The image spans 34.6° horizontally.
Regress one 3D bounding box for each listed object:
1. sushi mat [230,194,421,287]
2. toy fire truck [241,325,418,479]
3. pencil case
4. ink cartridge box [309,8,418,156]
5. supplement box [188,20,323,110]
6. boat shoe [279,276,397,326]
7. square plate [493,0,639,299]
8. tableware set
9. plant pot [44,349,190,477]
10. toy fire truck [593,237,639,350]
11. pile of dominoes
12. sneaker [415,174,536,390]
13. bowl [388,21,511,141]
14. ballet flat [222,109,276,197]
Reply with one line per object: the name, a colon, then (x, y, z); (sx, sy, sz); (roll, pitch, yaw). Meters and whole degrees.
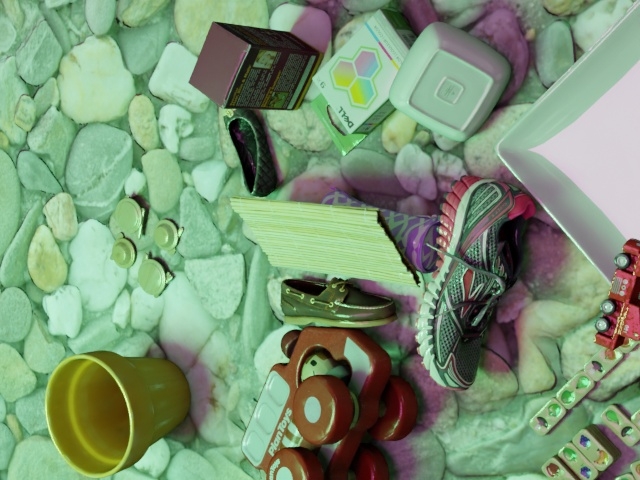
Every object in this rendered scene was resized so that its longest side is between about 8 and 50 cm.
sushi mat: (0.000, 0.000, 1.517); (0.316, 0.019, 0.151); (7, 141, 46)
toy fire truck: (-0.009, 0.263, 1.568); (0.254, 0.169, 0.302); (38, 114, 45)
pencil case: (0.089, -0.015, 1.504); (0.206, 0.086, 0.088); (16, 98, 32)
ink cartridge box: (0.061, -0.229, 1.515); (0.209, 0.062, 0.109); (-41, 73, 30)
supplement box: (-0.095, -0.258, 1.540); (0.081, 0.188, 0.104); (37, 114, 26)
boat shoe: (0.021, 0.092, 1.567); (0.207, 0.073, 0.073); (0, 100, 34)
square plate: (0.443, -0.108, 1.283); (0.344, 0.049, 0.347); (-47, 70, 27)
tableware set: (-0.314, 0.009, 1.815); (0.169, 0.020, 0.141); (32, 114, 25)
plant pot: (-0.329, 0.279, 1.751); (0.205, 0.188, 0.205); (4, 98, 34)
toy fire truck: (0.414, 0.106, 1.270); (0.135, 0.047, 0.192); (22, 108, 29)
pile of dominoes: (0.402, 0.247, 1.352); (0.196, 0.040, 0.251); (48, 118, 21)
sneaker: (0.211, 0.065, 1.407); (0.112, 0.121, 0.299); (16, 103, 37)
bowl: (0.178, -0.212, 1.408); (0.142, 0.053, 0.142); (28, 112, -7)
ballet flat: (-0.117, -0.151, 1.649); (0.057, 0.049, 0.173); (-29, 79, 31)
